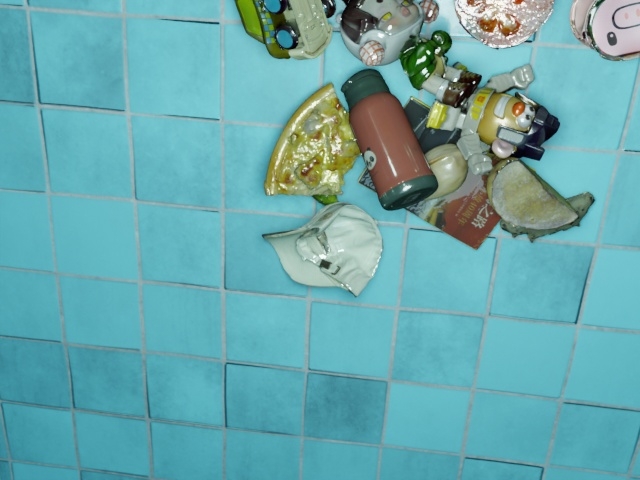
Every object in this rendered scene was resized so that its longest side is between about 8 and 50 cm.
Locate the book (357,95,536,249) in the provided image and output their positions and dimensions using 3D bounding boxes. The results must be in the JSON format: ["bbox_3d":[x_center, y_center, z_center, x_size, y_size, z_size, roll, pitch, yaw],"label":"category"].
[{"bbox_3d":[0.319,-0.166,1.849,0.374,0.028,0.262,29,113,-6],"label":"book"}]

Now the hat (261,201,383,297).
[{"bbox_3d":[0.001,0.005,1.923,0.302,0.168,0.257,0,134,33],"label":"hat"}]

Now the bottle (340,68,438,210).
[{"bbox_3d":[0.152,-0.247,1.709,0.144,0.144,0.336,-25,78,17],"label":"bottle"}]

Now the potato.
[{"bbox_3d":[0.504,-0.105,1.787,0.243,0.098,0.138,39,111,-15],"label":"potato"}]

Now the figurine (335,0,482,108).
[{"bbox_3d":[0.190,-0.441,1.628,0.370,0.281,0.167,39,146,10],"label":"figurine"}]

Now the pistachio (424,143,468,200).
[{"bbox_3d":[0.284,-0.166,1.769,0.185,0.124,0.124,-32,107,25],"label":"pistachio"}]

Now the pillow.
[{"bbox_3d":[0.588,-0.051,1.853,0.241,0.051,0.093,-19,114,12],"label":"pillow"}]

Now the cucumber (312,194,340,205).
[{"bbox_3d":[-0.033,-0.164,1.876,0.227,0.069,0.069,43,112,-16],"label":"cucumber"}]

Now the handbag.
[{"bbox_3d":[0.671,-0.498,1.602,0.205,0.116,0.179,-14,113,12],"label":"handbag"}]

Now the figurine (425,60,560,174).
[{"bbox_3d":[0.408,-0.290,1.689,0.309,0.143,0.308,0,88,9],"label":"figurine"}]

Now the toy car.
[{"bbox_3d":[-0.099,-0.537,1.660,0.198,0.204,0.247,4,130,34],"label":"toy car"}]

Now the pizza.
[{"bbox_3d":[0.002,-0.217,1.795,0.223,0.089,0.323,30,97,-16],"label":"pizza"}]

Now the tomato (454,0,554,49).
[{"bbox_3d":[0.412,-0.551,1.629,0.225,0.085,0.224,4,118,7],"label":"tomato"}]
